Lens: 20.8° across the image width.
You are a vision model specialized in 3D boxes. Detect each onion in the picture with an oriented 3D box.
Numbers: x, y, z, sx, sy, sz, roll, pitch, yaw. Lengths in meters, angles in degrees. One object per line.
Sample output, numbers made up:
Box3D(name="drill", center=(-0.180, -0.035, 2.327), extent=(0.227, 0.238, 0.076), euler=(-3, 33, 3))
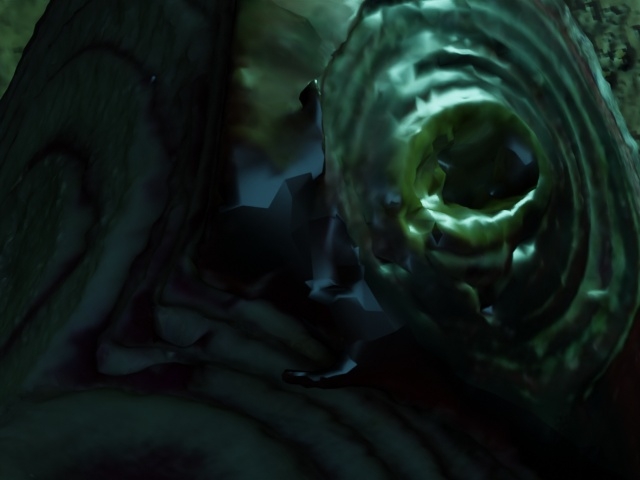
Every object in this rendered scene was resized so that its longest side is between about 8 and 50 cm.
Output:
Box3D(name="onion", center=(0.004, 0.002, 0.526), extent=(0.207, 0.216, 0.206), euler=(30, 53, -29))
